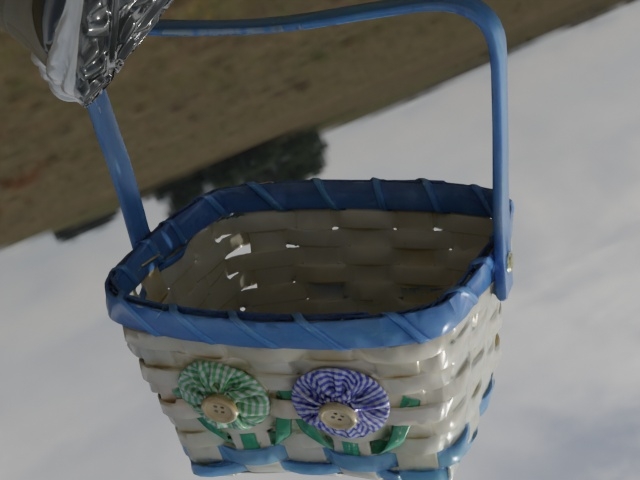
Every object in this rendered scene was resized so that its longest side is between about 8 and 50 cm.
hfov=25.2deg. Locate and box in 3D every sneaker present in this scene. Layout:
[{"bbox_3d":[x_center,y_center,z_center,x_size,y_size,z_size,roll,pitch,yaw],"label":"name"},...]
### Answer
[{"bbox_3d":[-0.119,-0.126,0.645,0.100,0.108,0.271,-52,-168,-10],"label":"sneaker"}]

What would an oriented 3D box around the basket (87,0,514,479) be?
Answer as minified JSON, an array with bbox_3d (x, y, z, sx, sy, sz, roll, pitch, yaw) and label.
[{"bbox_3d":[0.000,0.000,0.861,0.255,0.289,0.201,-2,-160,22],"label":"basket"}]
